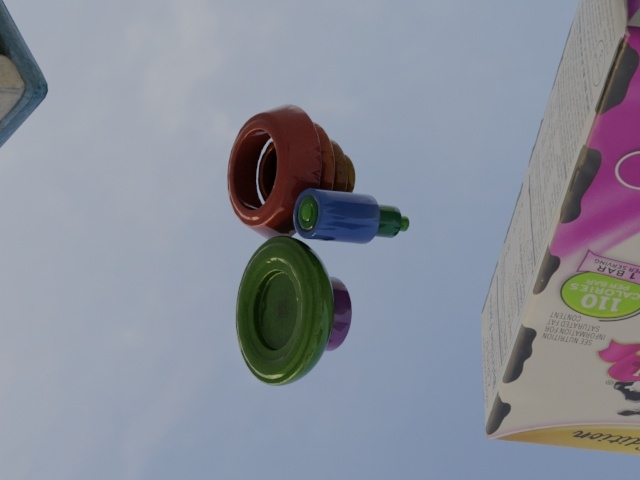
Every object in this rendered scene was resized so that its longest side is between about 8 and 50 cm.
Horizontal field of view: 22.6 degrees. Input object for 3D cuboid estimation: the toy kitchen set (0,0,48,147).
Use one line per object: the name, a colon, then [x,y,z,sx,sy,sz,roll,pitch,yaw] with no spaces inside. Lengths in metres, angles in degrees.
toy kitchen set: [-0.067,-0.136,0.346,0.207,0.122,0.166,-43,-110,37]

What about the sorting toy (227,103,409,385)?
sorting toy: [0.000,0.000,0.558,0.061,0.042,0.102,-29,-118,50]

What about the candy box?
candy box: [0.159,-0.006,0.601,0.159,0.233,0.071,6,-130,-2]
